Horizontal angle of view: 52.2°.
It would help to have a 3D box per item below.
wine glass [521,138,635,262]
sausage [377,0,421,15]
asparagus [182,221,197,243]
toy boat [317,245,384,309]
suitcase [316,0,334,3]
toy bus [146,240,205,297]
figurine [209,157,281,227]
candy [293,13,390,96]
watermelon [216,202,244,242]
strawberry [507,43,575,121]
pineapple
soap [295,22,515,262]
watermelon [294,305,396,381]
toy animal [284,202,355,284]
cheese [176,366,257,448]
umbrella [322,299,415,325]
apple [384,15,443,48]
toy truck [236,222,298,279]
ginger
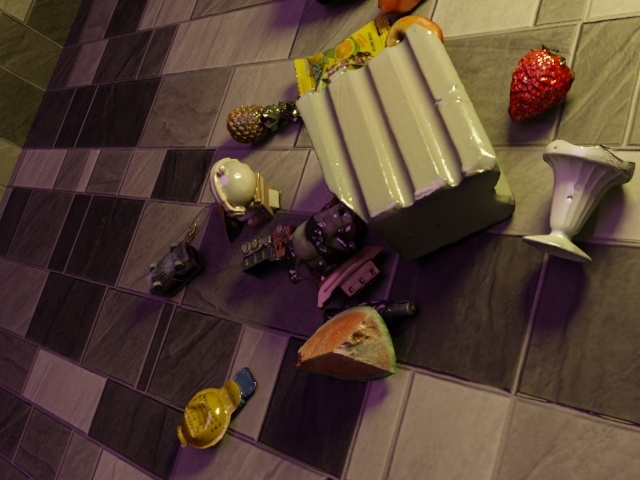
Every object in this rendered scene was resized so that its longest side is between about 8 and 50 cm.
[{"bbox_3d":[0.463,-0.069,1.191,0.164,0.164,0.197,16,87,43],"label":"wine glass"},{"bbox_3d":[0.291,-0.707,1.671,0.348,0.094,0.097,-39,64,18],"label":"sausage"},{"bbox_3d":[-0.442,0.042,1.993,0.236,0.027,0.034,-51,58,11],"label":"asparagus"},{"bbox_3d":[0.072,0.090,1.485,0.200,0.057,0.077,-38,73,-3],"label":"toy boat"},{"bbox_3d":[0.057,-0.861,1.874,0.339,0.193,0.352,-1,69,47],"label":"suitcase"},{"bbox_3d":[-0.426,0.086,1.915,0.178,0.098,0.087,-41,48,23],"label":"toy bus"},{"bbox_3d":[-0.219,-0.131,1.747,0.141,0.236,0.163,-15,64,26],"label":"figurine"},{"bbox_3d":[0.066,-0.482,1.770,0.297,0.081,0.187,-22,57,19],"label":"candy"},{"bbox_3d":[-0.275,-0.092,1.879,0.092,0.075,0.182,-39,52,25],"label":"watermelon"},{"bbox_3d":[0.442,-0.325,1.348,0.148,0.131,0.131,-30,54,28],"label":"strawberry"},{"bbox_3d":[-0.147,-0.357,1.879,0.251,0.125,0.125,-12,63,30],"label":"pineapple"},{"bbox_3d":[0.181,-0.199,1.422,0.350,0.213,0.435,-27,54,14],"label":"soap"},{"bbox_3d":[0.071,0.244,1.412,0.231,0.146,0.128,-28,24,45],"label":"watermelon"},{"bbox_3d":[0.000,0.000,1.470,0.225,0.093,0.121,-45,56,47],"label":"toy animal"},{"bbox_3d":[-0.260,0.423,1.641,0.250,0.064,0.157,-41,50,6],"label":"cheese"},{"bbox_3d":[0.106,0.169,1.452,0.235,0.059,0.066,-13,86,34],"label":"umbrella"},{"bbox_3d":[0.233,-0.478,1.597,0.146,0.146,0.147,-18,60,34],"label":"apple"},{"bbox_3d":[-0.124,0.035,1.689,0.192,0.083,0.092,-27,55,30],"label":"toy truck"},{"bbox_3d":[0.045,-0.024,1.579,0.166,0.080,0.333,17,80,32],"label":"ginger"}]
